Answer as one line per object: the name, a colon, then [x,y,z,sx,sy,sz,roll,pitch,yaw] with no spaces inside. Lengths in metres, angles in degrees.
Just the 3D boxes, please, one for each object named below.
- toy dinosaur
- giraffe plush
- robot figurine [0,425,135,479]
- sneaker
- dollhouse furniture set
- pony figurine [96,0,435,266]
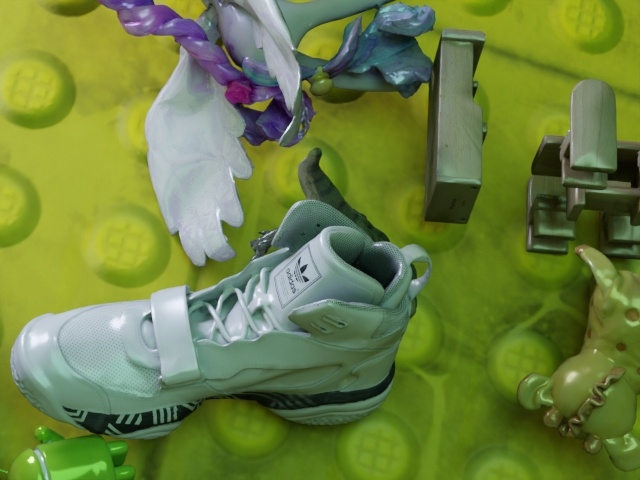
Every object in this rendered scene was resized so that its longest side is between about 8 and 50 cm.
toy dinosaur: [0.000,0.000,1.772,0.118,0.268,0.064,-23,52,13]
giraffe plush: [0.285,0.123,1.814,0.181,0.210,0.170,29,86,30]
robot figurine: [-0.223,0.209,1.674,0.115,0.067,0.101,-11,66,-20]
sneaker: [-0.080,0.065,1.674,0.366,0.210,0.137,2,51,-22]
dollhouse furniture set: [0.229,-0.102,1.850,0.242,0.212,0.161,4,67,-3]
pony figurine: [-0.065,-0.197,1.795,0.363,0.303,0.351,-12,64,-36]
